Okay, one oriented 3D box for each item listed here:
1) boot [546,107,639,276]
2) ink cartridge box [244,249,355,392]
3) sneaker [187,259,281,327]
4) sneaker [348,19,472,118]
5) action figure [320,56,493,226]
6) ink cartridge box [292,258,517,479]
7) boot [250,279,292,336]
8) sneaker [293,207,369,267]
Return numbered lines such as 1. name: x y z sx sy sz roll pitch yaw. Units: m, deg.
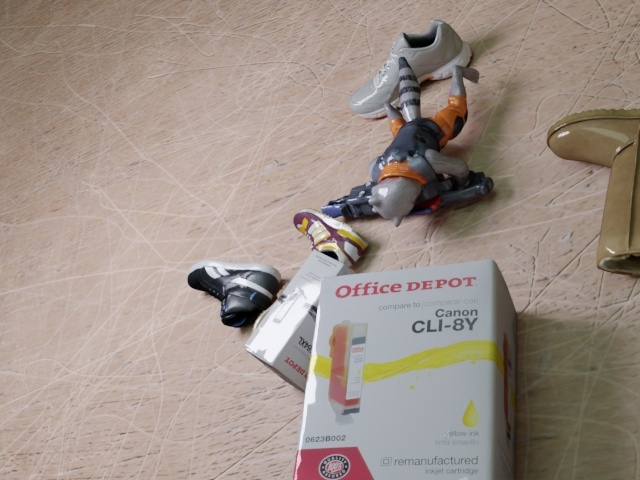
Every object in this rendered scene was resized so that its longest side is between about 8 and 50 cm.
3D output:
1. boot: 0.444 -0.075 1.495 0.236 0.089 0.269 -8 54 35
2. ink cartridge box: -0.007 0.143 1.637 0.086 0.148 0.203 25 76 45
3. sneaker: -0.185 0.105 1.863 0.217 0.079 0.121 -4 54 36
4. sneaker: 0.155 -0.343 1.921 0.262 0.121 0.099 -31 42 16
5. action figure: 0.130 -0.155 1.755 0.341 0.178 0.330 -14 40 28
6. ink cartridge box: 0.128 0.233 1.408 0.279 0.160 0.384 -6 52 20
7. boot: -0.061 0.147 1.748 0.085 0.059 0.158 23 73 42
8. sneaker: 0.000 0.000 1.807 0.186 0.069 0.084 20 66 47
